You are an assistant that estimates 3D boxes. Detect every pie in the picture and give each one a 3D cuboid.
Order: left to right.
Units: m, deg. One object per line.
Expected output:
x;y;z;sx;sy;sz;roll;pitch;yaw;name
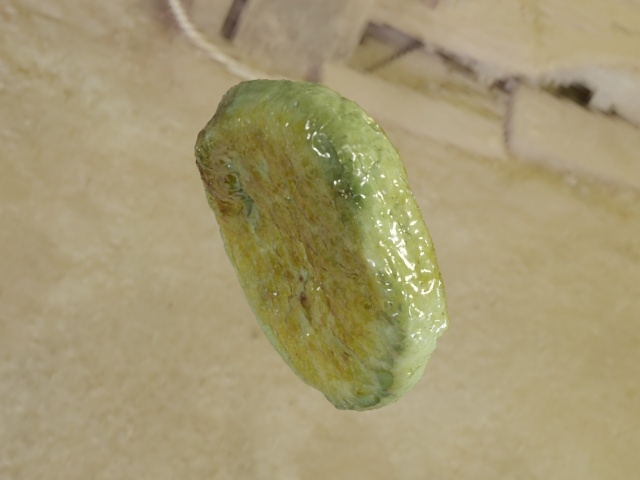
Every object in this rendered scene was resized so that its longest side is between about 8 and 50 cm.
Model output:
0.000;0.000;1.300;0.078;0.277;0.277;-30;65;-26;pie
